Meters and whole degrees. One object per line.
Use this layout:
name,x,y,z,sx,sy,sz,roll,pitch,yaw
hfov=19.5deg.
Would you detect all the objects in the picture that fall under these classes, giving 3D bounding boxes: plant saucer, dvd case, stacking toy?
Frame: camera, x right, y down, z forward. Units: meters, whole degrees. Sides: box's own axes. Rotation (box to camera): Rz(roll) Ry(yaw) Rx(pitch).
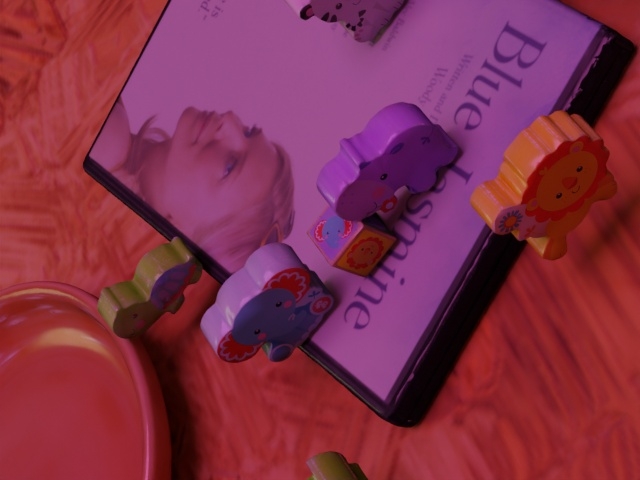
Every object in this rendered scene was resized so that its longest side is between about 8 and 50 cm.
plant saucer,-0.137,0.119,0.875,0.200,0.037,0.200,-16,66,39
dvd case,0.003,-0.056,0.820,0.253,0.022,0.180,37,101,43
stacking toy,0.000,0.000,0.752,0.221,0.052,0.167,-53,48,17
